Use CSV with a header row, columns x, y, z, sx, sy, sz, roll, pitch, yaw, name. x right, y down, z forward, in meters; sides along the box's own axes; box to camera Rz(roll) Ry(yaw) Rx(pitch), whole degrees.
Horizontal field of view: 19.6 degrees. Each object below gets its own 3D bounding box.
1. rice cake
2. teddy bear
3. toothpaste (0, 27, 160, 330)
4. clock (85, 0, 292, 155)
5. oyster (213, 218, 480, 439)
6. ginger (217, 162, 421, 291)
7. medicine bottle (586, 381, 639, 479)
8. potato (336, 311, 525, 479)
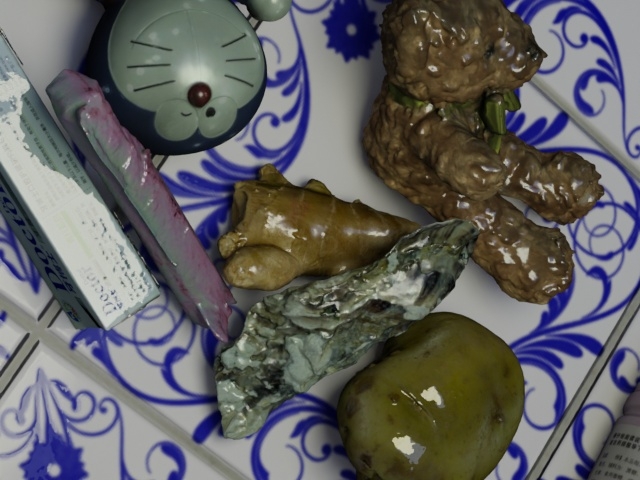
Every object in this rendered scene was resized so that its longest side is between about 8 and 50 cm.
x,y,z,sx,sy,sz,roll,pitch,yaw,name
-0.142,-0.025,1.572,0.051,0.081,0.290,-32,128,-3,rice cake
0.164,-0.117,1.699,0.296,0.222,0.246,31,47,-9,teddy bear
-0.256,-0.077,1.566,0.067,0.081,0.336,-35,103,-22,toothpaste
-0.124,-0.194,1.601,0.200,0.146,0.243,-1,86,-10,clock
0.024,0.064,1.650,0.252,0.199,0.087,-23,70,-28,oyster
-0.011,-0.009,1.690,0.205,0.115,0.081,-5,126,-32,ginger
0.332,0.240,1.819,0.133,0.133,0.249,36,72,-21,medicine bottle
0.101,0.162,1.697,0.200,0.137,0.154,-46,148,-34,potato
